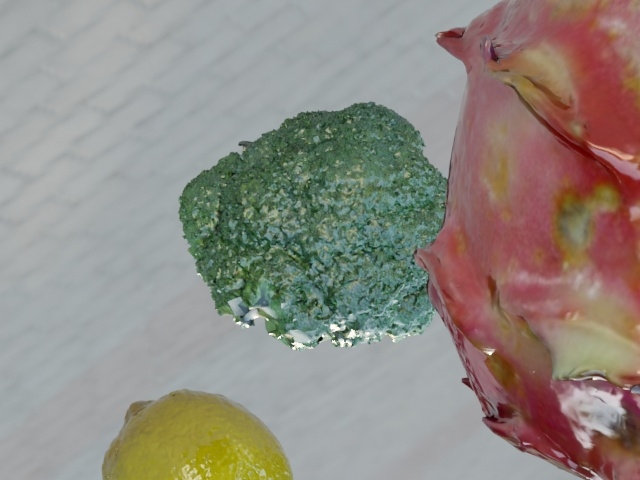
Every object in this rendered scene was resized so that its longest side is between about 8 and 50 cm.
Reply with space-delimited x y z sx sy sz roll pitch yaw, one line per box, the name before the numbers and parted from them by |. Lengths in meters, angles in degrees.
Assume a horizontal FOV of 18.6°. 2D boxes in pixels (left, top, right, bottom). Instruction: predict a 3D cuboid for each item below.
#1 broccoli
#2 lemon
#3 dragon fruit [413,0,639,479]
broccoli | 0.000 0.000 1.790 0.270 0.270 0.270 -22 155 -26
lemon | -0.129 0.262 2.095 0.192 0.231 0.192 -43 174 -6
dragon fruit | 0.193 0.023 1.012 0.249 0.371 0.386 -50 174 11
